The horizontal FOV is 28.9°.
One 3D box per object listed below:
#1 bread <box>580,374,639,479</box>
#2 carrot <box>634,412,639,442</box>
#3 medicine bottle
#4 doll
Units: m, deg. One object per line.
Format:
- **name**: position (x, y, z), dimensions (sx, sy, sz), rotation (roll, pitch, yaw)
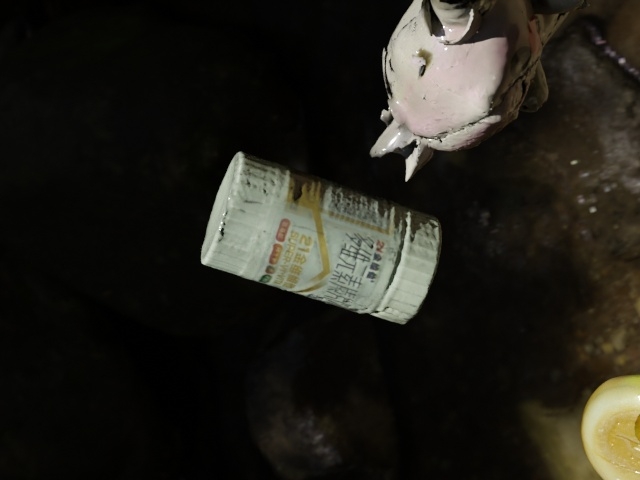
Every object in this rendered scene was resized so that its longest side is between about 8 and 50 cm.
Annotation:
- **bread**: position (0.462, 0.271, 1.687), dimensions (0.213, 0.104, 0.213), rotation (13, 113, 34)
- **carrot**: position (0.462, 0.141, 1.160), dimensions (0.241, 0.241, 0.341), rotation (50, 134, 22)
- **medicine bottle**: position (0.000, 0.000, 0.477), dimensions (0.047, 0.083, 0.047), rotation (-162, 90, -79)
- **doll**: position (0.103, -0.126, 0.770), dimensions (0.095, 0.192, 0.149), rotation (38, 133, 11)
